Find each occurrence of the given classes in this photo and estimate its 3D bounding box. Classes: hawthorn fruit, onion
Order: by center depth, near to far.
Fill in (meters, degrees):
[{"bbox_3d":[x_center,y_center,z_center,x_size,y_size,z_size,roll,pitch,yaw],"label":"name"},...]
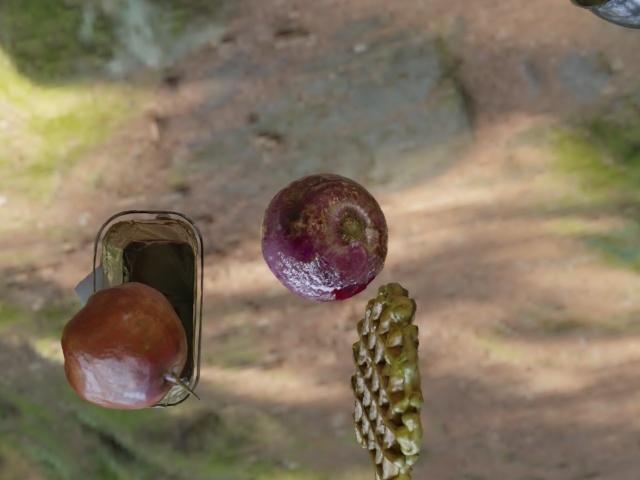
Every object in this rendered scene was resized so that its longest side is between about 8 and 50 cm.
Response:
[{"bbox_3d":[-0.181,0.104,1.631,0.140,0.125,0.125,17,168,-11],"label":"hawthorn fruit"},{"bbox_3d":[0.004,-0.002,2.267,0.153,0.177,0.177,-39,160,34],"label":"onion"}]

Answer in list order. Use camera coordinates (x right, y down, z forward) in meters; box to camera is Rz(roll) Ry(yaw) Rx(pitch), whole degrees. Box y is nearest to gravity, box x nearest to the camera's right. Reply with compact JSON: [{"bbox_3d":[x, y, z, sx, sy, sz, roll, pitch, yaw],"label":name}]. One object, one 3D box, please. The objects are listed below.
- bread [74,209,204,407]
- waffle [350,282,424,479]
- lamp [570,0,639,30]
[{"bbox_3d":[-0.205,0.077,1.936,0.142,0.224,0.212,1,-178,-16],"label":"bread"},{"bbox_3d":[0.091,0.212,2.356,0.058,0.300,0.281,1,134,-10],"label":"waffle"},{"bbox_3d":[0.364,-0.220,1.572,0.227,0.172,0.147,32,168,-23],"label":"lamp"}]
